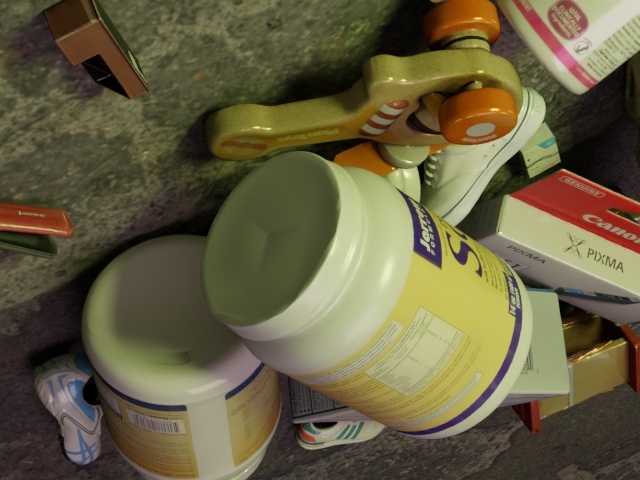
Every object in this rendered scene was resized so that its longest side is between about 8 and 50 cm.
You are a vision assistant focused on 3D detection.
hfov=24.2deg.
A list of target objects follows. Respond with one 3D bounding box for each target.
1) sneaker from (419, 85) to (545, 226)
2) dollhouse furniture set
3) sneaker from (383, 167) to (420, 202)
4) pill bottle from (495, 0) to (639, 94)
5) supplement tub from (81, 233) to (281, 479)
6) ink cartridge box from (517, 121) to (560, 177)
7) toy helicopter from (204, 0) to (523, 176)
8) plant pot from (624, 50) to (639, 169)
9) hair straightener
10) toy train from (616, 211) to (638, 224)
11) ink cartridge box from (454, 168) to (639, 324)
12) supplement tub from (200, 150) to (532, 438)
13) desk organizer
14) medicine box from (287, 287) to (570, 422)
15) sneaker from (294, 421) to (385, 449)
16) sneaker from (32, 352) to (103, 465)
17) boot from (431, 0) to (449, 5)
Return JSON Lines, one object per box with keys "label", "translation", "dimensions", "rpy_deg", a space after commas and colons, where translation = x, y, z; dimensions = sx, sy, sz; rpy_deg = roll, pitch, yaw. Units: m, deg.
{"label": "sneaker", "translation": [0.167, -0.106, 1.849], "dimensions": [0.091, 0.094, 0.258], "rpy_deg": [22, 125, -24]}
{"label": "dollhouse furniture set", "translation": [0.366, 0.092, 2.246], "dimensions": [0.201, 0.152, 0.374], "rpy_deg": [-19, 130, -12]}
{"label": "sneaker", "translation": [0.000, 0.000, 1.840], "dimensions": [0.169, 0.108, 0.292], "rpy_deg": [-8, 145, -34]}
{"label": "pill bottle", "translation": [0.339, -0.303, 1.605], "dimensions": [0.283, 0.160, 0.160], "rpy_deg": [-39, 146, 17]}
{"label": "supplement tub", "translation": [-0.164, 0.164, 1.840], "dimensions": [0.228, 0.228, 0.316], "rpy_deg": [-19, 147, -13]}
{"label": "ink cartridge box", "translation": [0.287, -0.114, 1.962], "dimensions": [0.048, 0.028, 0.083], "rpy_deg": [-28, 149, 2]}
{"label": "toy helicopter", "translation": [0.049, -0.137, 1.666], "dimensions": [0.355, 0.140, 0.235], "rpy_deg": [-9, 160, 2]}
{"label": "plant pot", "translation": [0.558, -0.165, 1.862], "dimensions": [0.305, 0.334, 0.334], "rpy_deg": [-13, 147, -2]}
{"label": "hair straightener", "translation": [-0.386, -0.002, 1.606], "dimensions": [0.230, 0.047, 0.089], "rpy_deg": [3, 137, -39]}
{"label": "toy train", "translation": [0.441, 0.017, 2.105], "dimensions": [0.036, 0.027, 0.158], "rpy_deg": [-31, 132, -7]}
{"label": "ink cartridge box", "translation": [0.357, 0.016, 1.951], "dimensions": [0.296, 0.066, 0.261], "rpy_deg": [22, 161, -19]}
{"label": "supplement tub", "translation": [0.053, 0.063, 1.659], "dimensions": [0.241, 0.241, 0.331], "rpy_deg": [-40, 133, 20]}
{"label": "desk organizer", "translation": [-0.219, -0.186, 1.468], "dimensions": [0.050, 0.047, 0.130], "rpy_deg": [-26, 148, 3]}
{"label": "medicine box", "translation": [0.140, 0.158, 2.031], "dimensions": [0.263, 0.149, 0.289], "rpy_deg": [5, 164, -41]}
{"label": "sneaker", "translation": [0.041, 0.278, 2.315], "dimensions": [0.161, 0.057, 0.075], "rpy_deg": [-11, 150, -20]}
{"label": "sneaker", "translation": [-0.312, 0.224, 1.951], "dimensions": [0.086, 0.085, 0.237], "rpy_deg": [-17, 148, -7]}
{"label": "boot", "translation": [0.134, -0.297, 1.577], "dimensions": [0.118, 0.042, 0.087], "rpy_deg": [11, 130, -45]}
